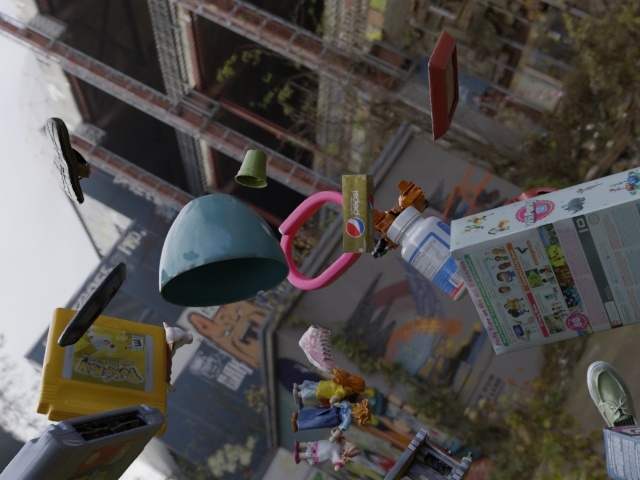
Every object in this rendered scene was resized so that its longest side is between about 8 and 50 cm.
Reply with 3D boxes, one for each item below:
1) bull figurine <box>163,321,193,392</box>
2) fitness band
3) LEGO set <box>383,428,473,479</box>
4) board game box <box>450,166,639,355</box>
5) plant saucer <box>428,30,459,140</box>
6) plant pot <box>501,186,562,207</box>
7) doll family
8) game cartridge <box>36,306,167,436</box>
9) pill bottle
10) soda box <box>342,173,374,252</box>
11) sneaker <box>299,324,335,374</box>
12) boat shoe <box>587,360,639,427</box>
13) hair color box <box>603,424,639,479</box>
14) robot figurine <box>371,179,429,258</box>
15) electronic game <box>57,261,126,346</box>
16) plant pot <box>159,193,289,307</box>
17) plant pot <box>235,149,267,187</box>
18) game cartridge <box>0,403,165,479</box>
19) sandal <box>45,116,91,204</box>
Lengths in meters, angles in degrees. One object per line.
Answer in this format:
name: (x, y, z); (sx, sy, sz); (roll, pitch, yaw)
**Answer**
bull figurine: (-0.468, 0.366, 2.056); (0.310, 0.101, 0.188); (-41, -39, -25)
fitness band: (0.000, 0.000, 1.955); (0.291, 0.209, 0.054); (-45, -24, 30)
LEGO set: (0.222, 0.459, 1.226); (0.192, 0.331, 0.255); (-46, -36, -29)
board game box: (0.379, 0.037, 1.157); (0.224, 0.303, 0.097); (62, -156, -26)
plant saucer: (0.383, -0.476, 2.325); (0.259, 0.048, 0.258); (-63, -30, -48)
plant pot: (0.557, 0.030, 1.848); (0.272, 0.272, 0.265); (-57, -48, -23)
doll family: (0.025, 0.356, 1.606); (0.263, 0.163, 0.118); (-88, -11, -60)
game cartridge: (-0.501, 0.303, 1.783); (0.052, 0.285, 0.323); (-63, 25, 28)
pill bottle: (0.263, 0.024, 1.715); (0.124, 0.221, 0.124); (-44, -16, -16)
soda box: (0.088, -0.062, 1.755); (0.058, 0.061, 0.181); (-8, -83, -68)
sneaker: (0.003, 0.244, 1.743); (0.051, 0.134, 0.070); (21, -73, -40)
boat shoe: (0.861, 0.491, 2.174); (0.109, 0.302, 0.094); (-24, -4, 5)
hair color box: (0.668, 0.406, 1.388); (0.347, 0.174, 0.105); (93, 174, -83)
robot figurine: (0.198, -0.055, 1.969); (0.211, 0.085, 0.291); (-46, -11, -6)
electronic game: (-0.514, 0.144, 1.712); (0.229, 0.048, 0.229); (-52, 7, 9)
plant pot: (-0.231, 0.009, 1.724); (0.290, 0.290, 0.195); (88, 170, -68)
plant pot: (-0.169, -0.185, 1.925); (0.083, 0.083, 0.079); (80, -161, -72)
game cartridge: (-0.353, 0.330, 1.080); (0.196, 0.060, 0.294); (-46, -15, 7)
sandal: (-0.482, -0.155, 1.476); (0.060, 0.090, 0.219); (-30, -35, -29)
